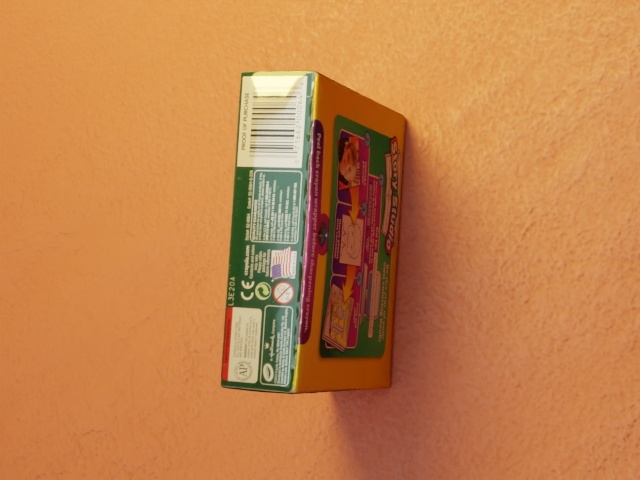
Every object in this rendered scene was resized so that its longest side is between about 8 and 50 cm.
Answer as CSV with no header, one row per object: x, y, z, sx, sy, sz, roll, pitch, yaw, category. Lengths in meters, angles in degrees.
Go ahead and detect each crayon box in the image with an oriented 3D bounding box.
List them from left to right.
0.000,0.000,1.628,0.106,0.313,0.362,2,86,22,crayon box
